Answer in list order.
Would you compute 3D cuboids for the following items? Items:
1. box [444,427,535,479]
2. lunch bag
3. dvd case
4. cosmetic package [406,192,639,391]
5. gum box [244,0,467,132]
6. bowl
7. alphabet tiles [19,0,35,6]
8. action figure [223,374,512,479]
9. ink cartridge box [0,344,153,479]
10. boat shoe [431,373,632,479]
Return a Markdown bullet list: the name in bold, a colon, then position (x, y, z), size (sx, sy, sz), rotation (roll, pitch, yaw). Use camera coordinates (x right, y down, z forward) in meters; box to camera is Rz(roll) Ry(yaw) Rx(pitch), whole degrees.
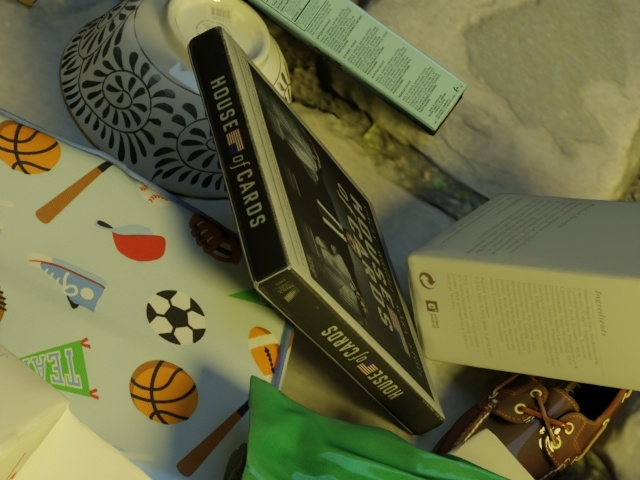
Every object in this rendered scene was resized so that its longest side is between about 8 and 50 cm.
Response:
- **box**: position (0.016, 0.216, 1.015), size (0.275, 0.113, 0.094), rotation (-28, 70, -42)
- **lunch bag**: position (-0.170, 0.059, 1.043), size (0.303, 0.115, 0.243), rotation (24, 47, -11)
- **dvd case**: position (0.000, 0.000, 1.147), size (0.238, 0.030, 0.179), rotation (46, 22, -54)
- **cosmetic package**: position (0.182, 0.032, 1.195), size (0.231, 0.085, 0.117), rotation (8, 29, 40)
- **gum box**: position (0.016, -0.142, 1.314), size (0.184, 0.041, 0.157), rotation (36, 3, 1)
- **bowl**: position (-0.082, -0.118, 1.270), size (0.170, 0.080, 0.170), rotation (17, 47, -19)
- **alphabet tiles**: position (-0.249, -0.308, 1.386), size (0.342, 0.011, 0.285), rotation (31, 43, -3)
- **action figure**: position (0.064, 0.158, 0.967), size (0.232, 0.063, 0.137), rotation (18, 43, -11)
- **ink cartridge box**: position (-0.265, 0.098, 0.866), size (0.353, 0.207, 0.119), rotation (38, 9, 4)
- **boat shoe**: position (0.139, 0.115, 1.205), size (0.073, 0.073, 0.207), rotation (44, 46, 6)
